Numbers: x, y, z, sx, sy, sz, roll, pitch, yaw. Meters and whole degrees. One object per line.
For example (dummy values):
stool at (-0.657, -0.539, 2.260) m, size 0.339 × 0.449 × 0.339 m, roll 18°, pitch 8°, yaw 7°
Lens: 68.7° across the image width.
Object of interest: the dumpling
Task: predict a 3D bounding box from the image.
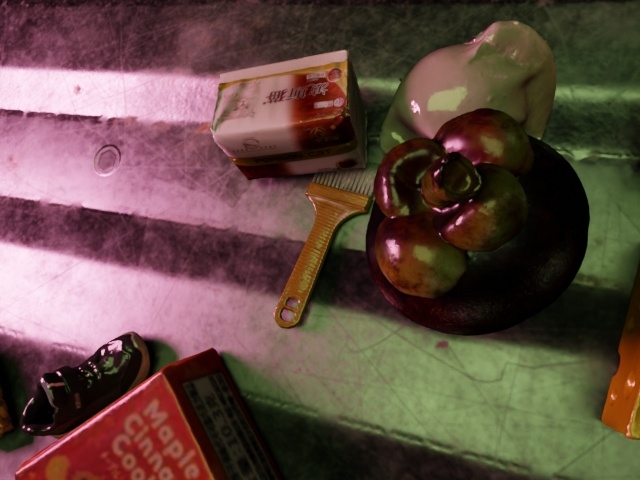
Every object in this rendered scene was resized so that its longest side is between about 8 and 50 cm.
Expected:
dumpling at (0.157, -0.138, 0.495) m, size 0.176 × 0.092 × 0.150 m, roll -37°, pitch 85°, yaw -3°

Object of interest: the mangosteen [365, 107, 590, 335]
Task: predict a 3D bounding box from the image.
mangosteen at (0.118, -0.016, 0.400) m, size 0.194 × 0.231 × 0.194 m, roll -12°, pitch 68°, yaw 32°

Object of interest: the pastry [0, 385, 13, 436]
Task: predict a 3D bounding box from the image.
pastry at (-0.453, 0.197, 0.610) m, size 0.080 × 0.056 × 0.140 m, roll -27°, pitch 78°, yaw 16°

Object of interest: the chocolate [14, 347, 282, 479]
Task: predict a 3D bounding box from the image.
chocolate at (-0.170, 0.271, 0.485) m, size 0.235 × 0.108 × 0.237 m, roll -34°, pitch 70°, yaw 5°

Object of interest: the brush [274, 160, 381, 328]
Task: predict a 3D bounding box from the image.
brush at (0.000, 0.000, 0.543) m, size 0.083 × 0.010 × 0.218 m, roll 19°, pitch 81°, yaw 19°

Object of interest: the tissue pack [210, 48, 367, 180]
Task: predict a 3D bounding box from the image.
tissue pack at (-0.029, -0.133, 0.528) m, size 0.149 × 0.106 × 0.099 m, roll -5°, pitch 65°, yaw 15°

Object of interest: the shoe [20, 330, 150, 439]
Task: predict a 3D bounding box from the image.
shoe at (-0.282, 0.171, 0.542) m, size 0.169 × 0.099 × 0.071 m, roll -43°, pitch 68°, yaw 3°

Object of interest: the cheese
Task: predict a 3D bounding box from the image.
cheese at (0.305, 0.072, 0.399) m, size 0.126 × 0.093 × 0.171 m, roll -6°, pitch 76°, yaw 17°
